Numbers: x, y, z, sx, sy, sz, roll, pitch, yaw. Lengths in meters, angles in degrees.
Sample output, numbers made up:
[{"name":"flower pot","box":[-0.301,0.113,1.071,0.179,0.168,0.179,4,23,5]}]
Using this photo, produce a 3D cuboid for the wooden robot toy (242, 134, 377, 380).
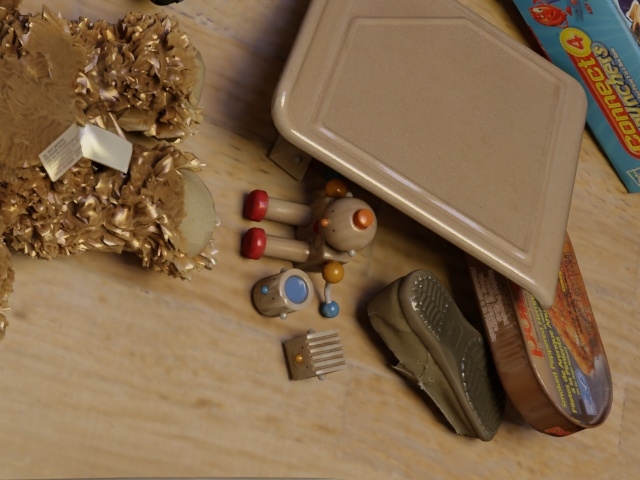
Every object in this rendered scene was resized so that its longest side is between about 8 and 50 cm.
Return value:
[{"name":"wooden robot toy","box":[0.000,0.000,1.022,0.076,0.079,0.173,11,73,-33]}]

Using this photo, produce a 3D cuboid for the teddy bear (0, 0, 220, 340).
[{"name":"teddy bear","box":[-0.193,-0.063,0.898,0.338,0.113,0.245,-18,97,-44]}]

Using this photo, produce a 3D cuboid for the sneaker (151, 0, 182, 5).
[{"name":"sneaker","box":[-0.153,-0.215,0.981,0.078,0.067,0.188,-47,108,-15]}]

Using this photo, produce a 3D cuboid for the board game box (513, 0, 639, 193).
[{"name":"board game box","box":[0.270,-0.249,1.239,0.308,0.086,0.302,-50,117,-32]}]

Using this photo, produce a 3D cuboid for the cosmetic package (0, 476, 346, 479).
[{"name":"cosmetic package","box":[-0.113,0.270,0.618,0.329,0.393,0.327,-4,77,9]}]

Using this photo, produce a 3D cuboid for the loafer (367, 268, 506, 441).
[{"name":"loafer","box":[0.081,0.078,1.081,0.148,0.050,0.056,60,44,-28]}]

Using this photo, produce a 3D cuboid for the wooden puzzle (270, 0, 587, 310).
[{"name":"wooden puzzle","box":[0.079,-0.087,1.083,0.239,0.044,0.221,35,44,-16]}]

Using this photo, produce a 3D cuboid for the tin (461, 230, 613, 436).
[{"name":"tin","box":[0.150,0.046,1.114,0.106,0.040,0.189,13,57,-53]}]
